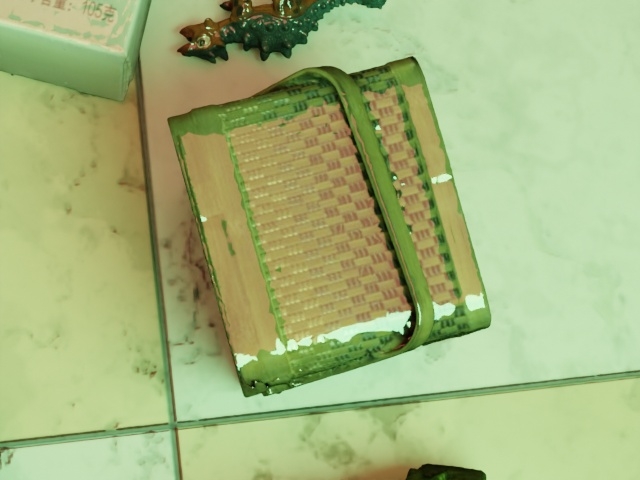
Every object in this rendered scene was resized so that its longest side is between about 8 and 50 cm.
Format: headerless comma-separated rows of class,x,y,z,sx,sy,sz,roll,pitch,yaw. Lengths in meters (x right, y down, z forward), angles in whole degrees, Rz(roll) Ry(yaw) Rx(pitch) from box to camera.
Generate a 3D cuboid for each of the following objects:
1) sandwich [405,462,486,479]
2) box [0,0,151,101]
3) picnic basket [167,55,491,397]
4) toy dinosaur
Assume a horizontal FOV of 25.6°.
sandwich,0.043,0.237,0.845,0.109,0.292,0.212,3,118,10
box,-0.231,-0.226,0.944,0.260,0.111,0.194,13,77,-4
picnic basket,0.000,0.000,0.858,0.139,0.267,0.165,-15,85,-4
toy dinosaur,-0.028,-0.157,0.989,0.154,0.049,0.055,-14,79,-5
